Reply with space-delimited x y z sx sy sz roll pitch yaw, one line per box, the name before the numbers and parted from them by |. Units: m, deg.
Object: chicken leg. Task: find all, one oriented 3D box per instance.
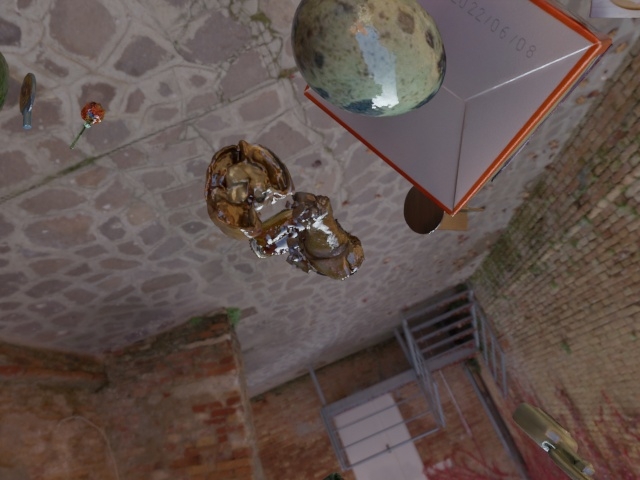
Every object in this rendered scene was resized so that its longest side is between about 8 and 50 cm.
chicken leg | 0.007 0.003 0.685 0.196 0.125 0.080 99 15 -71

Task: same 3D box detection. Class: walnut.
walnut | -0.195 -0.122 1.152 0.238 0.204 0.141 -53 -167 -30

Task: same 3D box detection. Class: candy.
candy | -0.598 -0.289 1.193 0.061 0.201 0.060 -2 133 -2

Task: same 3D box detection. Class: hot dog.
hot dog | -0.085 -0.029 1.427 0.271 0.081 0.162 -22 135 0

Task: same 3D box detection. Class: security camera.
security camera | 0.610 0.523 1.179 0.080 0.157 0.301 -51 -164 5

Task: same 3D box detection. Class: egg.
egg | 0.056 -0.207 0.513 0.182 0.141 0.141 23 138 -20

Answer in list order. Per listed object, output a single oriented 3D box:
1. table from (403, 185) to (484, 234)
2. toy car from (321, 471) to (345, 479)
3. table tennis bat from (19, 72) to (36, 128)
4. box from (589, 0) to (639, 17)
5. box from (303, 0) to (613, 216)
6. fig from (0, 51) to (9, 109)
table | 0.407 -0.100 1.525 0.227 0.167 0.167 1 148 -37
toy car | -0.069 0.457 0.606 0.321 0.097 0.141 -44 -162 9
table tennis bat | -0.752 -0.358 1.208 0.100 0.155 0.019 -21 161 38
box | 0.467 -0.366 0.606 0.135 0.199 0.081 42 69 -57
box | 0.222 -0.290 0.793 0.257 0.349 0.318 -32 159 -52
fig | -0.555 -0.180 0.643 0.203 0.235 0.203 14 -178 0
